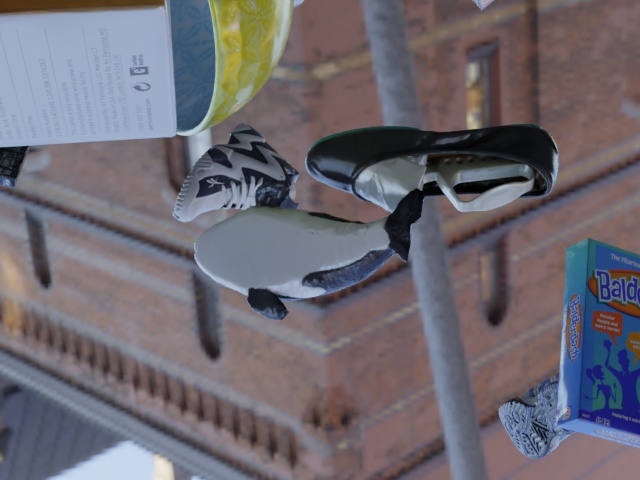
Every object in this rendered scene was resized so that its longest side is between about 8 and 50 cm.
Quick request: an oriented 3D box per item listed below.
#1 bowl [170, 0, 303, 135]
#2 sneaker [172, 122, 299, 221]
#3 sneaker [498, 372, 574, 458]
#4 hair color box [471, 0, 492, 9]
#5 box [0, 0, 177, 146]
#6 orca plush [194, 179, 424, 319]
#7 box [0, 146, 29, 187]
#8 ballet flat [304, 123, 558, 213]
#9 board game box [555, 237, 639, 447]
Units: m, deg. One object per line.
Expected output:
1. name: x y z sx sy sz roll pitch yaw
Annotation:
1. bowl: -0.104 -0.258 1.353 0.156 0.290 0.289 -21 -154 -25
2. sneaker: -0.112 -0.073 2.136 0.153 0.094 0.235 32 -146 6
3. sneaker: 0.282 0.200 1.665 0.081 0.080 0.211 -26 175 -27
4. hair color box: 0.244 -0.373 1.835 0.141 0.072 0.043 -40 -122 -4
5. box: -0.273 -0.188 0.924 0.345 0.215 0.168 -4 156 -6
6. orca plush: 0.000 0.000 1.568 0.287 0.151 0.102 -23 166 32
7. box: -0.391 -0.102 1.664 0.083 0.018 0.067 15 -131 -8
8. ballet flat: 0.125 -0.075 1.537 0.280 0.095 0.096 -5 -128 -2
9. board game box: 0.343 0.119 1.566 0.160 0.210 0.047 16 156 -22
